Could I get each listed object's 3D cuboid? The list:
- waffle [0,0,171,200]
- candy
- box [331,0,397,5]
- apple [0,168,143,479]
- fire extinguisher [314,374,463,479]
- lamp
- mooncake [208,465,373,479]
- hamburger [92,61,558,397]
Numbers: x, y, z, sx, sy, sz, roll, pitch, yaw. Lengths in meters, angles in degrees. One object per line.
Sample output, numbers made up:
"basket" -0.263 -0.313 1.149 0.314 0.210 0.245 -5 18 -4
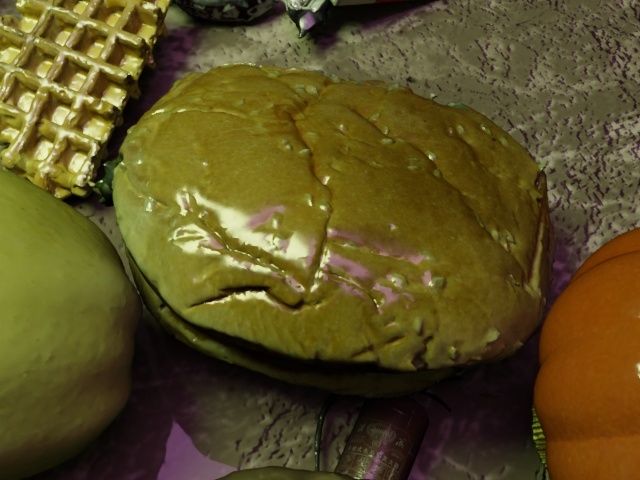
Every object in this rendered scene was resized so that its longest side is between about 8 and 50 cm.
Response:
"waffle" -0.174 -0.121 0.622 0.161 0.046 0.192 -13 71 -7
"candy" -0.098 -0.208 0.696 0.226 0.051 0.094 2 70 -1
"box" 0.004 -0.299 0.741 0.132 0.034 0.235 -15 60 -37
"apple" -0.202 0.049 0.459 0.200 0.200 0.200 2 60 -4
"fire extinguisher" 0.024 0.139 0.506 0.078 0.045 0.157 17 60 19
"lamp" 0.219 0.095 0.459 0.223 0.196 0.223 17 63 -38
"mooncake" -0.014 0.216 0.367 0.228 0.124 0.228 -9 63 18
"hamburger" 0.000 0.000 0.506 0.309 0.132 0.211 15 38 1
